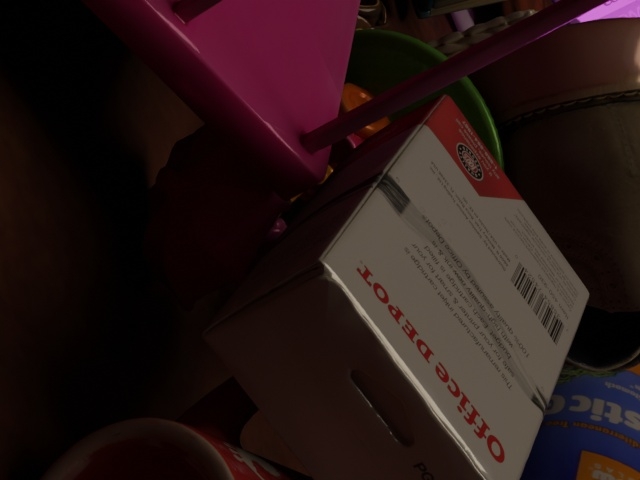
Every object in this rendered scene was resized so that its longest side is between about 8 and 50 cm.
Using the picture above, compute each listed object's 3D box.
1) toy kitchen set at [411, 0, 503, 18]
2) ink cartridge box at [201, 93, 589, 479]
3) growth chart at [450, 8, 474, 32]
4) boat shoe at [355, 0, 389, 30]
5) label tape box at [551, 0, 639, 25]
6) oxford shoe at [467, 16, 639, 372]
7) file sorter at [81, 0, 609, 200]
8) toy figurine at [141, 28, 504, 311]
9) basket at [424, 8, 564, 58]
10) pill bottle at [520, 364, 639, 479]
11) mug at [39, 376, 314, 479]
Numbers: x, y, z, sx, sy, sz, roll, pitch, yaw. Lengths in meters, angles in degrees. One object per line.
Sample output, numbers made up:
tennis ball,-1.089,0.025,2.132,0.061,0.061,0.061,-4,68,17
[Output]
toy kitchen set,0.053,-0.237,0.901,0.207,0.122,0.166,58,20,-87
ink cartridge box,0.032,0.025,0.474,0.099,0.056,0.135,54,33,-10
growth chart,0.099,-0.283,1.123,0.172,0.021,0.237,50,35,-52
boat shoe,0.004,-0.108,0.729,0.064,0.060,0.178,-42,117,-66
label tape box,0.218,-0.289,1.155,0.347,0.115,0.249,34,35,-54
oxford shoe,0.124,0.008,0.780,0.397,0.140,0.146,65,16,-78
file sorter,-0.022,-0.204,0.457,0.290,0.182,0.202,45,36,-28
toy figurine,0.000,0.000,0.582,0.173,0.130,0.159,52,33,10
basket,0.130,-0.091,0.970,0.167,0.113,0.103,-3,77,-68
pill bottle,0.135,0.174,0.769,0.272,0.152,0.152,-57,131,-62
mug,-0.026,0.115,0.485,0.169,0.113,0.150,38,24,-52
